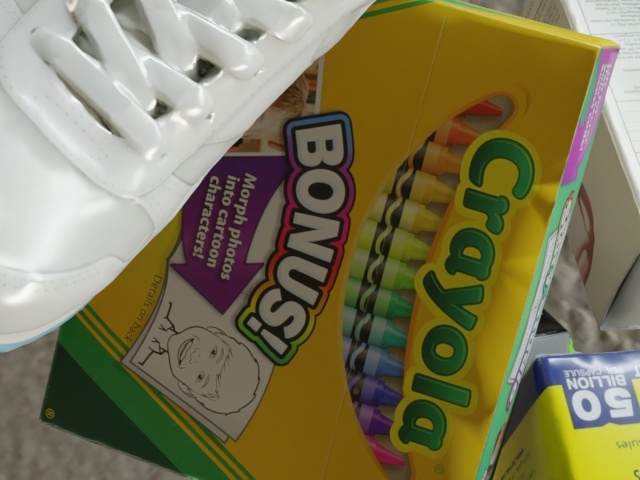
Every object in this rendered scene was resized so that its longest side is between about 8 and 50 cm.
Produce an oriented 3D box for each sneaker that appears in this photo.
[{"bbox_3d":[-0.043,-0.064,0.433,0.087,0.229,0.092,45,138,-11],"label":"sneaker"}]

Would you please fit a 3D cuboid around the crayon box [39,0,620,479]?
[{"bbox_3d":[0.000,0.000,1.078,0.313,0.106,0.363,18,102,17],"label":"crayon box"}]

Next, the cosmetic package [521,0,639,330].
[{"bbox_3d":[0.269,-0.084,1.272,0.153,0.129,0.296,-1,52,-13],"label":"cosmetic package"}]

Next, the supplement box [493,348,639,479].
[{"bbox_3d":[0.254,0.269,1.089,0.194,0.195,0.356,-4,61,-14],"label":"supplement box"}]

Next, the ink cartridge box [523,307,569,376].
[{"bbox_3d":[0.140,0.189,1.345,0.065,0.165,0.333,-9,118,-20],"label":"ink cartridge box"}]

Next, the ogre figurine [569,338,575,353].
[{"bbox_3d":[0.225,0.170,1.528,0.197,0.097,0.118,52,54,-5],"label":"ogre figurine"}]
